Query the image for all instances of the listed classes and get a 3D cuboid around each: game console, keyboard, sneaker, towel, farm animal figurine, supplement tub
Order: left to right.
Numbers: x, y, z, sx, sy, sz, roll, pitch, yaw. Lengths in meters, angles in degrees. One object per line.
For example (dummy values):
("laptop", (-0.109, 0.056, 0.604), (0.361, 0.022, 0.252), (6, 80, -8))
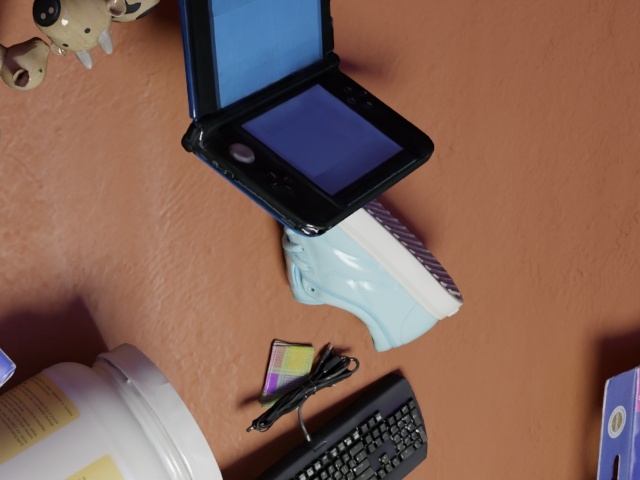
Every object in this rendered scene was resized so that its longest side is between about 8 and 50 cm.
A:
("supplement tub", (-0.291, 0.275, 1.573), (0.331, 0.241, 0.241), (-31, 116, -21))
("farm animal figurine", (-0.256, -0.237, 1.457), (0.327, 0.330, 0.172), (-32, 94, -50))
("towel", (-0.040, 0.163, 1.829), (0.060, 0.009, 0.083), (8, 99, -33))
("game console", (-0.005, -0.176, 1.596), (0.293, 0.250, 0.173), (-35, 159, -53))
("keyboard", (-0.001, 0.256, 1.823), (0.317, 0.033, 0.201), (-35, 107, -34))
("sneaker", (0.000, 0.000, 1.744), (0.150, 0.135, 0.366), (-41, 110, 11))

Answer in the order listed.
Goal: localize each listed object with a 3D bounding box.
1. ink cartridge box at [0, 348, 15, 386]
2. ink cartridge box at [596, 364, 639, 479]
("ink cartridge box", (-0.450, 0.041, 1.398), (0.151, 0.270, 0.395), (-45, 120, -11))
("ink cartridge box", (0.492, 0.310, 2.095), (0.330, 0.071, 0.324), (-16, 112, -48))
